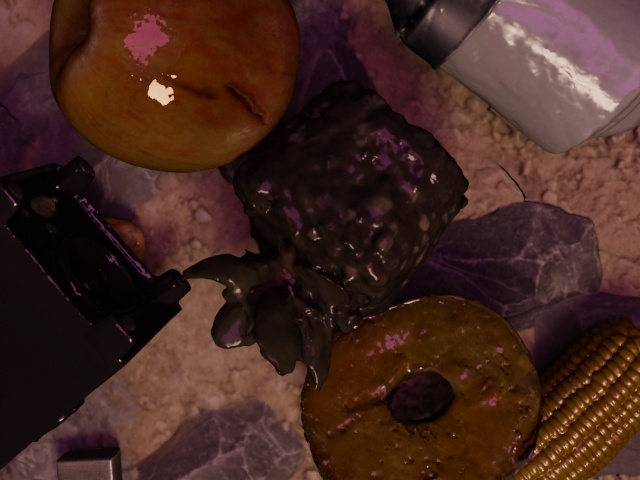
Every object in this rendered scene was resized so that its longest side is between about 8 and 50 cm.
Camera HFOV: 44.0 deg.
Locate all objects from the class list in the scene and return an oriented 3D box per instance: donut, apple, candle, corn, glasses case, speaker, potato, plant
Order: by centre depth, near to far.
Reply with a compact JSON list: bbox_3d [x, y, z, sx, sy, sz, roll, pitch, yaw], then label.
[{"bbox_3d":[-0.163,-0.199,0.829,0.264,0.264,0.265,0,93,-5],"label":"apple"},{"bbox_3d":[-0.311,0.075,0.842,0.254,0.184,0.232,-38,96,17],"label":"speaker"},{"bbox_3d":[0.000,0.000,0.872,0.215,0.213,0.312,35,86,13],"label":"plant"},{"bbox_3d":[0.256,-0.231,0.890,0.342,0.221,0.221,38,89,-7],"label":"candle"},{"bbox_3d":[0.120,0.193,0.916,0.271,0.107,0.272,-4,68,11],"label":"donut"},{"bbox_3d":[-0.251,0.003,0.940,0.083,0.062,0.068,23,74,15],"label":"potato"},{"bbox_3d":[-0.272,0.358,0.959,0.070,0.047,0.205,-4,94,0],"label":"glasses case"},{"bbox_3d":[0.277,0.239,0.962,0.344,0.131,0.131,-41,96,0],"label":"corn"}]
